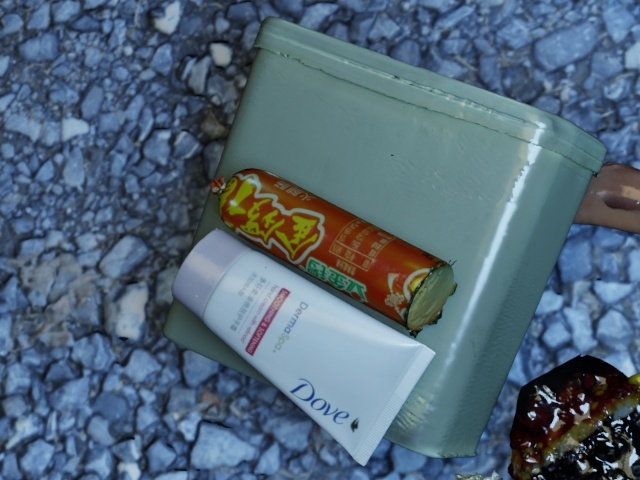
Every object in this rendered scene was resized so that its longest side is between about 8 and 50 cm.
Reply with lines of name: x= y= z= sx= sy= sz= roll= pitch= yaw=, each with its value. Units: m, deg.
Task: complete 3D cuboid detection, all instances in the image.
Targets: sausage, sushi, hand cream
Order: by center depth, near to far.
sausage: x=0.000 y=0.000 z=1.673 sx=0.264 sy=0.083 sz=0.083 roll=27 pitch=81 yaw=26
hand cream: x=-0.024 y=0.093 z=1.681 sx=0.248 sy=0.083 sz=0.133 roll=34 pitch=110 yaw=16
sushi: x=0.256 y=0.188 z=1.682 sx=0.172 sy=0.153 sz=0.150 roll=-34 pitch=80 yaw=25
sausage: x=0.350 y=-0.032 z=1.779 sx=0.304 sy=0.078 sz=0.078 roll=10 pitch=74 yaw=25

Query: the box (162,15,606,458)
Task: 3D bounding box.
box: x=0.057 y=-0.003 z=1.779 sx=0.352 sy=0.177 sz=0.344 roll=22 pitch=95 yaw=25

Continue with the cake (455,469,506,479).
cake: x=0.158 y=0.242 z=1.709 sx=0.051 sy=0.140 sz=0.055 roll=-1 pitch=54 yaw=11
